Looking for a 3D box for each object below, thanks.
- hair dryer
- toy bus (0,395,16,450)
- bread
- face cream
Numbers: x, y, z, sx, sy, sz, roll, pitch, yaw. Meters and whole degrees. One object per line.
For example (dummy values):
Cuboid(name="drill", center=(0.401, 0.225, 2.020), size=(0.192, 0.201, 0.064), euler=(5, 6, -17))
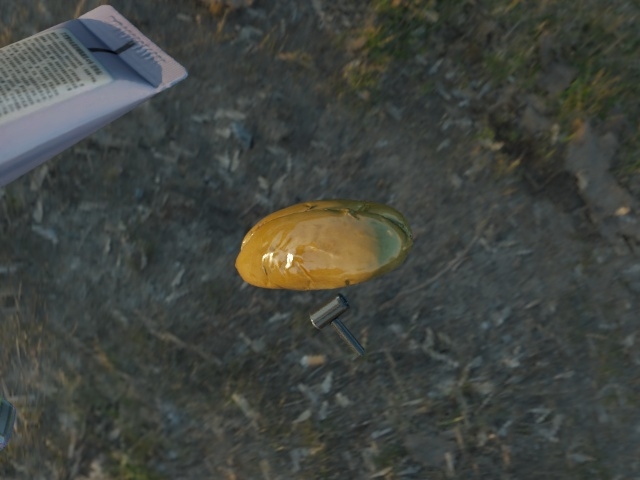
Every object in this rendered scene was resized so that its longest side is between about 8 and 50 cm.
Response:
Cuboid(name="hair dryer", center=(0.029, 0.108, 1.554), size=(0.047, 0.026, 0.083), euler=(-35, 100, 17))
Cuboid(name="toy bus", center=(-0.323, 0.183, 1.050), size=(0.072, 0.172, 0.057), euler=(35, 28, -22))
Cuboid(name="bread", center=(0.000, 0.000, 1.300), size=(0.189, 0.077, 0.114), euler=(-5, 40, 13))
Cuboid(name="face cream", center=(-0.247, -0.092, 0.958), size=(0.274, 0.096, 0.154), euler=(-31, 40, -15))
